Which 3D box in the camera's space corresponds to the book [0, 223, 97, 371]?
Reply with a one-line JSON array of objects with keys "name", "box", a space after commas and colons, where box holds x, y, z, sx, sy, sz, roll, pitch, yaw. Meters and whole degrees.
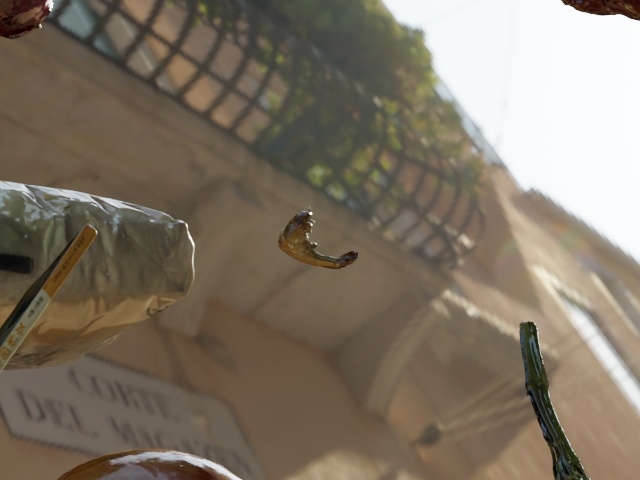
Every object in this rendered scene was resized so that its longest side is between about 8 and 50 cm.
[{"name": "book", "box": [-0.325, 0.129, 1.455, 0.208, 0.020, 0.295, -38, 18, 55]}]

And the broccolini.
[{"name": "broccolini", "box": [0.210, 0.176, 1.356, 0.051, 0.239, 0.054, -28, -39, 19]}]

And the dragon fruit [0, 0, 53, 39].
[{"name": "dragon fruit", "box": [-0.311, -0.254, 1.408, 0.094, 0.094, 0.190, -33, -33, 2]}]

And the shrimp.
[{"name": "shrimp", "box": [0.000, 0.000, 1.518, 0.083, 0.023, 0.114, 19, -25, 0]}]

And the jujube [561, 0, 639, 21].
[{"name": "jujube", "box": [0.257, -0.221, 1.273, 0.077, 0.129, 0.077, -9, -78, -46]}]

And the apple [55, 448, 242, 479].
[{"name": "apple", "box": [-0.143, 0.340, 1.347, 0.250, 0.309, 0.277, -9, -9, -3]}]

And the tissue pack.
[{"name": "tissue pack", "box": [-0.387, 0.059, 1.868, 0.390, 0.195, 0.375, 3, -21, -40]}]
